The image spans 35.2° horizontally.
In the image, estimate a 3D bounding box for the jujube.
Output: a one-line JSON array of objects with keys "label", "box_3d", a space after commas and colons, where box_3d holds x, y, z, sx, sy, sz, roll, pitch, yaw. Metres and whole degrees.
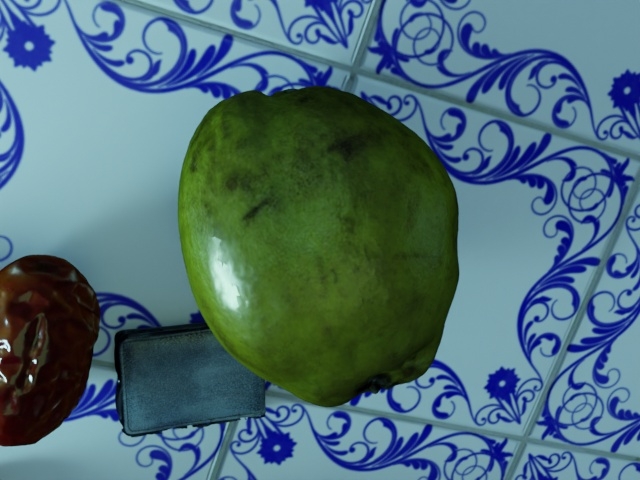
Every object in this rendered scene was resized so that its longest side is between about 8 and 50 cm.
[{"label": "jujube", "box_3d": [-0.381, 0.144, 1.311, 0.174, 0.174, 0.250, 10, 105, -19]}]

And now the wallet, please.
[{"label": "wallet", "box_3d": [-0.187, 0.194, 1.461, 0.222, 0.036, 0.167, -6, 112, -15]}]

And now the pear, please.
[{"label": "pear", "box_3d": [0.000, 0.000, 1.276, 0.352, 0.352, 0.413, -22, 97, -7]}]
